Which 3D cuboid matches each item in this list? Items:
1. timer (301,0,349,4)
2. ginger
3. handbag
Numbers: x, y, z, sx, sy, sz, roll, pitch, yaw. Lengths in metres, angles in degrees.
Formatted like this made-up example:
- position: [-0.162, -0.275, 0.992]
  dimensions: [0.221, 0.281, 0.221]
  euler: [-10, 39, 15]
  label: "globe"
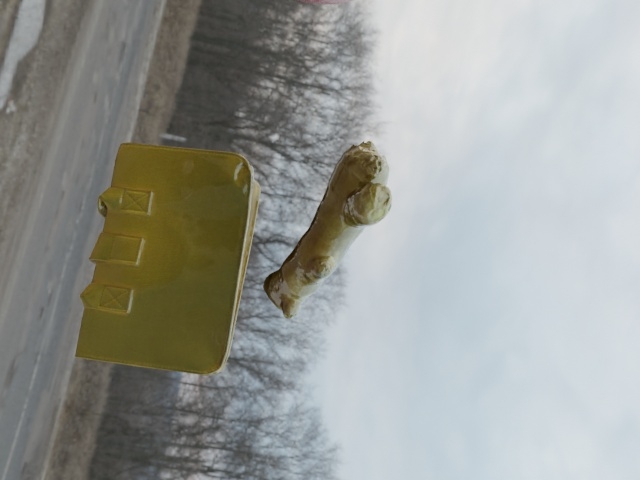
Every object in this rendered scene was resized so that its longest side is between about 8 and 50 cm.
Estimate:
- position: [-0.013, -0.488, 0.765]
  dimensions: [0.279, 0.378, 0.378]
  euler: [-17, -128, 35]
  label: "timer"
- position: [0.003, 0.001, 0.781]
  dimensions: [0.299, 0.065, 0.118]
  euler: [126, -24, -43]
  label: "ginger"
- position: [-0.274, 0.032, 1.127]
  dimensions: [0.133, 0.282, 0.402]
  euler: [105, -7, -81]
  label: "handbag"
